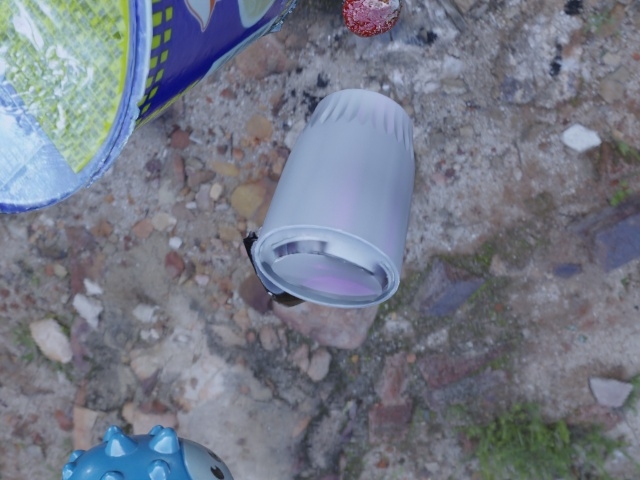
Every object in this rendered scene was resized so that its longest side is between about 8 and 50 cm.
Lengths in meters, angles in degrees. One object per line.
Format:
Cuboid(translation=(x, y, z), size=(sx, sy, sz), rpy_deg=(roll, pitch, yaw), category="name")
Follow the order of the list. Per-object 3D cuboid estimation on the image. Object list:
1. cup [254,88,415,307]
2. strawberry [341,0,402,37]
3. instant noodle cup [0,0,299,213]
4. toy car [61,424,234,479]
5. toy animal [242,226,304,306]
Cuboid(translation=(0.044, -0.076, 1.328), size=(0.253, 0.371, 0.253), rpy_deg=(10, 146, 7), category="cup")
Cuboid(translation=(0.088, -0.384, 1.205), size=(0.106, 0.106, 0.106), rpy_deg=(1, 121, 2), category="strawberry")
Cuboid(translation=(-0.147, -0.203, 0.502), size=(0.284, 0.312, 0.284), rpy_deg=(11, 119, 20), category="instant noodle cup")
Cuboid(translation=(-0.238, 0.344, 0.990), size=(0.255, 0.188, 0.190), rpy_deg=(-2, 106, -11), category="toy car")
Cuboid(translation=(0.000, 0.000, 1.710), size=(0.310, 0.251, 0.251), rpy_deg=(-27, 117, 9), category="toy animal")
